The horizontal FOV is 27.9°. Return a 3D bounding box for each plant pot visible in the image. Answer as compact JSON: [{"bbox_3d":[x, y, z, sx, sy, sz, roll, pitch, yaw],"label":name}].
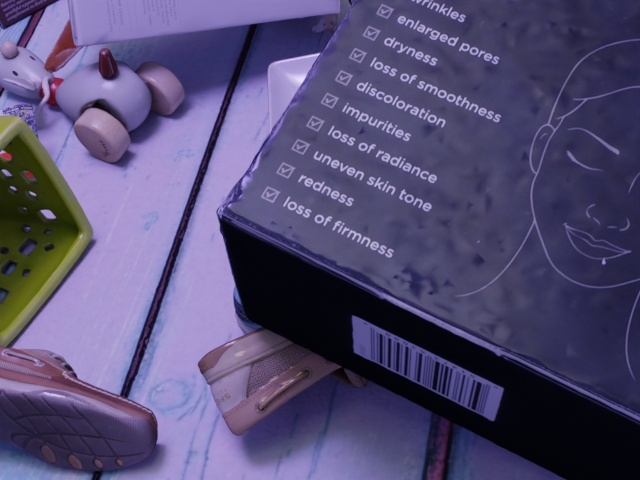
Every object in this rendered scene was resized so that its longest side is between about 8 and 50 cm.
[{"bbox_3d":[-0.474,-0.020,1.691,0.207,0.227,0.228,10,52,32],"label":"plant pot"}]

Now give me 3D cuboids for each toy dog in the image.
[{"bbox_3d":[-0.372,-0.242,1.905,0.334,0.161,0.220,4,49,19],"label":"toy dog"}]

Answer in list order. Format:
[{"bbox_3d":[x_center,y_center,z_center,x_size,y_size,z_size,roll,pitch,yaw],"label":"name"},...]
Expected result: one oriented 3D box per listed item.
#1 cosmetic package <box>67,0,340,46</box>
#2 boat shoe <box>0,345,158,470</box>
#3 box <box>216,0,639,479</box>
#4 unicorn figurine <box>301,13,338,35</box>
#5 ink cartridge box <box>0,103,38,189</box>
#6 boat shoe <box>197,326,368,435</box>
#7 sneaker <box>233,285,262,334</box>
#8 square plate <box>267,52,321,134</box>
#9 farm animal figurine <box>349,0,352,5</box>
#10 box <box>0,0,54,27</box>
[{"bbox_3d":[-0.180,-0.407,1.884,0.385,0.156,0.217,-7,28,-9],"label":"cosmetic package"},{"bbox_3d":[-0.337,0.179,1.530,0.324,0.123,0.116,13,39,13],"label":"boat shoe"},{"bbox_3d":[0.223,-0.058,1.342,0.480,0.297,0.471,26,70,13],"label":"box"},{"bbox_3d":[-0.029,-0.359,1.988,0.111,0.060,0.162,-6,44,4],"label":"unicorn figurine"},{"bbox_3d":[-0.435,-0.134,1.854,0.063,0.115,0.029,-12,-1,30],"label":"ink cartridge box"},{"bbox_3d":[0.032,0.119,1.503,0.341,0.121,0.110,-23,81,-12],"label":"boat shoe"},{"bbox_3d":[0.000,0.000,1.568,0.110,0.122,0.283,33,75,21],"label":"sneaker"},{"bbox_3d":[0.099,-0.151,1.767,0.347,0.049,0.344,-9,47,8],"label":"square plate"},{"bbox_3d":[0.184,-0.388,1.875,0.327,0.172,0.330,-8,23,28],"label":"farm animal figurine"},{"bbox_3d":[-0.535,-0.503,2.190,0.168,0.167,0.203,-31,48,-15],"label":"box"}]
